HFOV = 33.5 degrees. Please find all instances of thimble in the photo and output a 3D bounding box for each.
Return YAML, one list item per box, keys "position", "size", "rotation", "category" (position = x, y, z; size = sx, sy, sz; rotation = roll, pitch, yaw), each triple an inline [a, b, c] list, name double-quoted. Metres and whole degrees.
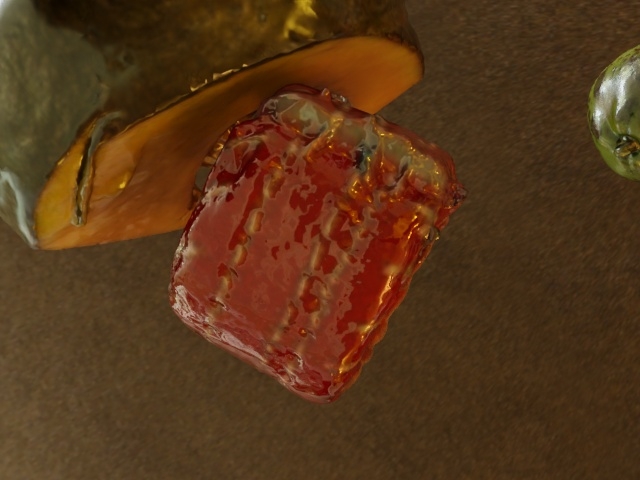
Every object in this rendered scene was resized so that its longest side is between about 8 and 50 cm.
- position: [-0.002, 0.005, 0.633]
  size: [0.125, 0.189, 0.163]
  rotation: [30, 74, 6]
  category: "thimble"

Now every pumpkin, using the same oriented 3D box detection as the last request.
- position: [-0.099, -0.149, 0.689]
  size: [0.303, 0.256, 0.225]
  rotation: [-34, 72, 9]
  category: "pumpkin"

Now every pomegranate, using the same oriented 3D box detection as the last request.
- position: [0.502, -0.218, 1.542]
  size: [0.222, 0.204, 0.277]
  rotation: [-16, 55, 59]
  category: "pomegranate"
